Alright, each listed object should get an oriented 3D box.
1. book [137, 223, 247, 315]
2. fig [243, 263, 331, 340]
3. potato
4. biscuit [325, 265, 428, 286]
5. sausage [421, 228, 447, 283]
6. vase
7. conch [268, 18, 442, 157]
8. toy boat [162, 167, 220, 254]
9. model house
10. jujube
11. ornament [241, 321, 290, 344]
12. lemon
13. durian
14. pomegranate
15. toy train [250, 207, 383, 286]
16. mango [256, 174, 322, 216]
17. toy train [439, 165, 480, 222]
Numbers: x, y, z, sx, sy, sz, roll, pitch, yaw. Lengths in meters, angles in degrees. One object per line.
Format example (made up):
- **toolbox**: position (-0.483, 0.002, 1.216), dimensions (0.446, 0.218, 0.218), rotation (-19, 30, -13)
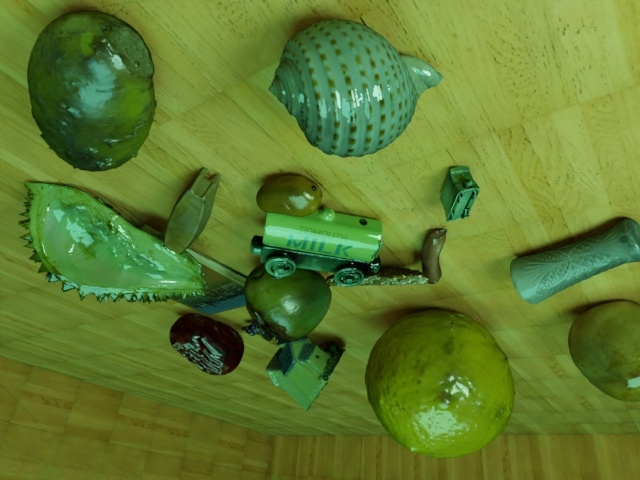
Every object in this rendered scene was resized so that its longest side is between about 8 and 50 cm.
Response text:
- **book**: position (-0.340, 0.091, 1.163), dimensions (0.262, 0.028, 0.374), rotation (-20, 140, 36)
- **fig**: position (-0.070, 0.128, 1.048), dimensions (0.191, 0.181, 0.181), rotation (-12, 156, -22)
- **potato**: position (-0.289, -0.179, 0.610), dimensions (0.149, 0.113, 0.251), rotation (18, 148, -21)
- **biscuit**: position (0.117, 0.072, 0.996), dimensions (0.206, 0.025, 0.126), rotation (-2, -174, 8)
- **sausage**: position (0.225, 0.034, 0.950), dimensions (0.047, 0.040, 0.177), rotation (0, 148, 12)
- **vase**: position (0.466, 0.037, 0.863), dimensions (0.096, 0.096, 0.219), rotation (25, 142, -28)
- **conch**: position (0.040, -0.162, 0.560), dimensions (0.200, 0.131, 0.172), rotation (10, 149, -5)
- **toy boat**: position (-0.232, -0.049, 0.864), dimensions (0.064, 0.072, 0.206), rotation (30, 131, -12)
- **model house**: position (-0.049, 0.377, 1.496), dimensions (0.189, 0.195, 0.214), rotation (30, 134, 6)
- **jujube**: position (-0.335, 0.306, 1.420), dimensions (0.155, 0.155, 0.230), rotation (-18, 132, 35)
- **ornament**: position (-0.146, 0.246, 1.360), dimensions (0.081, 0.088, 0.203), rotation (-1, 172, -38)
- **lemon**: position (0.278, 0.350, 1.175), dimensions (0.349, 0.350, 0.387), rotation (29, 132, -33)
- **durian**: position (-0.414, 0.021, 0.980), dimensions (0.394, 0.163, 0.198), rotation (28, 101, -16)
- **pomegranate**: position (0.680, 0.246, 1.057), dimensions (0.233, 0.233, 0.233), rotation (5, 150, 3)
- **toy train**: position (0.000, 0.000, 0.891), dimensions (0.253, 0.105, 0.157), rotation (10, 135, -6)
- **mango**: position (-0.053, -0.073, 0.798), dimensions (0.114, 0.060, 0.080), rotation (-3, 146, 23)
- **toy train**: position (0.216, -0.072, 0.753), dimensions (0.038, 0.056, 0.093), rotation (-10, 150, -5)
